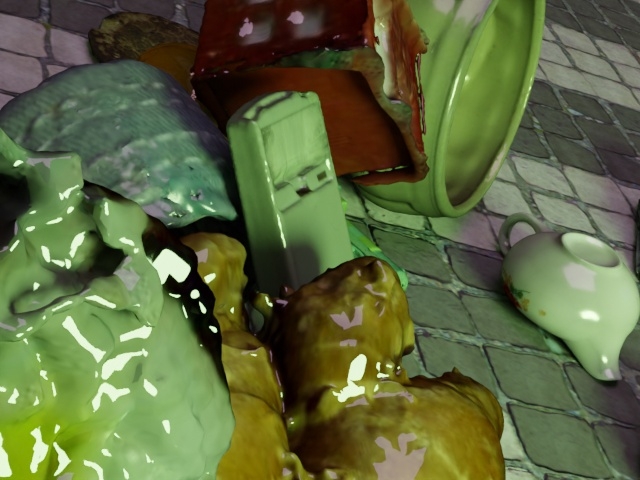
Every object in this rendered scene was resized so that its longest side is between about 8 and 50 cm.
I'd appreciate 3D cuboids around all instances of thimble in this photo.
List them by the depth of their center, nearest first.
[{"bbox_3d":[-0.147,-0.010,0.999,0.172,0.205,0.236,49,7,25],"label":"thimble"}]

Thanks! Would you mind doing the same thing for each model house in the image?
[{"bbox_3d":[-0.002,-0.192,1.120,0.160,0.196,0.254,-11,57,17],"label":"model house"}]

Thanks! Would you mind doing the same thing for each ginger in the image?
[{"bbox_3d":[-0.021,0.138,0.854,0.357,0.152,0.274,9,58,-24],"label":"ginger"}]

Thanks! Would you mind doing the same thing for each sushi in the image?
[{"bbox_3d":[-0.221,0.082,0.634,0.294,0.281,0.299,17,62,41],"label":"sushi"}]

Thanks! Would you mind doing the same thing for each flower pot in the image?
[{"bbox_3d":[0.077,-0.191,1.372,0.244,0.307,0.307,21,27,19],"label":"flower pot"}]

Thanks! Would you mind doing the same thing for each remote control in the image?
[{"bbox_3d":[-0.010,0.030,0.987,0.038,0.285,0.123,-7,15,25],"label":"remote control"}]

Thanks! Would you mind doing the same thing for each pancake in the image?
[{"bbox_3d":[-0.165,-0.197,1.446,0.199,0.021,0.199,19,31,-12],"label":"pancake"}]

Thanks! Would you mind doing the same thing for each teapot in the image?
[{"bbox_3d":[0.251,0.039,1.330,0.145,0.092,0.226,6,32,-32],"label":"teapot"}]

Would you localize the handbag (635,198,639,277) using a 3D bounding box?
[{"bbox_3d":[0.505,0.024,1.556,0.260,0.079,0.247,26,30,-2],"label":"handbag"}]

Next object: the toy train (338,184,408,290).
[{"bbox_3d":[0.000,0.001,1.203,0.132,0.083,0.200,-6,43,-47],"label":"toy train"}]

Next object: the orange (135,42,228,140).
[{"bbox_3d":[-0.131,-0.109,1.194,0.136,0.159,0.159,57,25,-16],"label":"orange"}]
